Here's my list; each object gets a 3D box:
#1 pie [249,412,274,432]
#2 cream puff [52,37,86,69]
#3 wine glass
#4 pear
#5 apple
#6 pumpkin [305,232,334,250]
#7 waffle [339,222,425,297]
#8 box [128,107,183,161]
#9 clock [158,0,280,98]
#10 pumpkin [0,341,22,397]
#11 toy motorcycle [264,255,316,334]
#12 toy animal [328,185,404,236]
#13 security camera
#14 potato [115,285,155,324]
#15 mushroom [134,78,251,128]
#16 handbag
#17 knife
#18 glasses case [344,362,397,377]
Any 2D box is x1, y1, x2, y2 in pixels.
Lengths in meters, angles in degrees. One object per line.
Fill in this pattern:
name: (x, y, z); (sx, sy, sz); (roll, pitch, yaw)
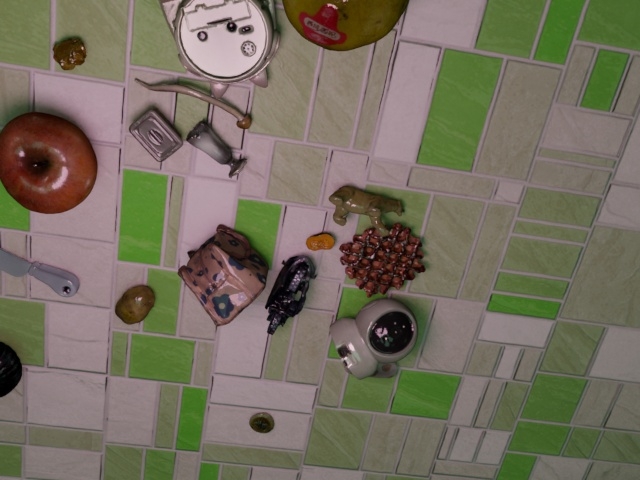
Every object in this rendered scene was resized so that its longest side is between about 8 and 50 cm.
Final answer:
pie: (-0.187, 0.585, 2.272); (0.084, 0.021, 0.084); (-1, 116, -2)
cream puff: (-0.600, -0.449, 1.715); (0.083, 0.083, 0.058); (-54, 153, 9)
wine glass: (-0.266, -0.235, 1.832); (0.072, 0.072, 0.155); (-42, 112, 16)
pear: (0.065, -0.584, 1.538); (0.287, 0.287, 0.375); (8, 149, -7)
apple: (-0.673, -0.192, 1.756); (0.254, 0.253, 0.253); (-1, 117, -3)
pumpkin: (0.000, 0.000, 1.985); (0.083, 0.028, 0.050); (-7, 115, 10)
waffle: (0.179, 0.052, 2.008); (0.234, 0.055, 0.221); (-27, 115, 15)
box: (-0.414, -0.273, 1.807); (0.089, 0.062, 0.122); (-35, 114, 14)
clock: (-0.225, -0.499, 1.678); (0.265, 0.108, 0.324); (-13, 117, 3)
pumpkin: (-0.964, 0.375, 2.062); (0.194, 0.150, 0.194); (-17, 149, -10)
toy motorcycle: (-0.087, 0.142, 2.002); (0.106, 0.159, 0.270); (25, 129, -4)
toy animal: (0.125, -0.092, 1.912); (0.219, 0.101, 0.103); (14, 140, -4)
security camera: (0.166, 0.270, 2.046); (0.236, 0.194, 0.194); (-29, 115, 6)
potato: (-0.529, 0.186, 2.026); (0.092, 0.070, 0.138); (35, 110, -17)
mushroom: (-0.313, -0.353, 1.775); (0.306, 0.043, 0.068); (21, 133, -14)
handbag: (-0.259, 0.084, 1.899); (0.190, 0.251, 0.193); (-42, 102, 10)
knife: (-0.832, 0.073, 1.976); (0.331, 0.044, 0.080); (25, 120, -8)
glasses case: (0.154, 0.386, 2.179); (0.164, 0.041, 0.063); (8, 116, -7)
